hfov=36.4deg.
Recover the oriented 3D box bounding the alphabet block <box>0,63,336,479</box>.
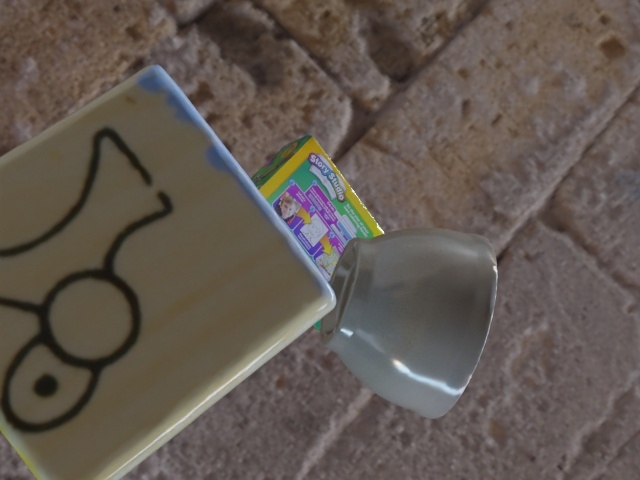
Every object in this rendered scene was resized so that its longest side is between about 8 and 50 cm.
[{"bbox_3d":[-0.138,0.038,0.626,0.197,0.192,0.193,-36,177,-20],"label":"alphabet block"}]

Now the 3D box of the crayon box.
[{"bbox_3d":[0.000,0.000,1.490,0.081,0.278,0.165,-18,-156,51],"label":"crayon box"}]

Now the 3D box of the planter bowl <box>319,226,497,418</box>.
[{"bbox_3d":[0.064,0.058,0.824,0.162,0.109,0.162,-163,-90,-80],"label":"planter bowl"}]
